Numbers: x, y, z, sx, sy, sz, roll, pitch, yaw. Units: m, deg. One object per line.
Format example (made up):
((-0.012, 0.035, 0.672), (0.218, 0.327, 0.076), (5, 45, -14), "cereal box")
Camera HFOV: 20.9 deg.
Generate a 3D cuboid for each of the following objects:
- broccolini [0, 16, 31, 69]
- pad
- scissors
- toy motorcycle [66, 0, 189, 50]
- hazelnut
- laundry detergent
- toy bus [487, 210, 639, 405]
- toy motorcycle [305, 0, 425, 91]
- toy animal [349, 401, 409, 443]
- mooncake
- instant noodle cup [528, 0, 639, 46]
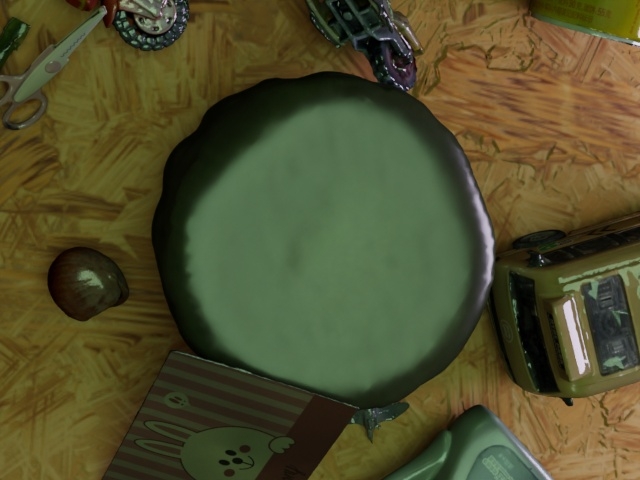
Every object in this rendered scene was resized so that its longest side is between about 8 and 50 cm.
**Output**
((-0.390, -0.128, 1.810), (0.057, 0.071, 0.254), (30, 81, 23), "broccolini")
((-0.106, 0.224, 1.803), (0.202, 0.300, 0.005), (18, 48, -13), "pad")
((-0.281, -0.180, 1.781), (0.176, 0.022, 0.085), (-40, 139, 19), "scissors")
((-0.211, -0.345, 1.785), (0.171, 0.089, 0.298), (-1, 97, -13), "toy motorcycle")
((-0.245, 0.045, 1.828), (0.086, 0.086, 0.086), (-1, 96, -11), "hazelnut")
((0.137, 0.340, 1.922), (0.280, 0.105, 0.215), (-41, 102, -3), "laundry detergent")
((0.374, 0.050, 1.887), (0.365, 0.202, 0.177), (-17, 100, -8), "toy bus")
((0.045, -0.268, 1.836), (0.094, 0.130, 0.229), (-20, 122, 31), "toy motorcycle")
((0.057, 0.202, 1.928), (0.084, 0.028, 0.050), (1, 88, -10), "toy animal")
((0.000, 0.000, 1.814), (0.356, 0.194, 0.356), (-1, 93, -11), "mooncake")
((0.323, -0.335, 1.849), (0.215, 0.215, 0.236), (12, 103, -12), "instant noodle cup")
